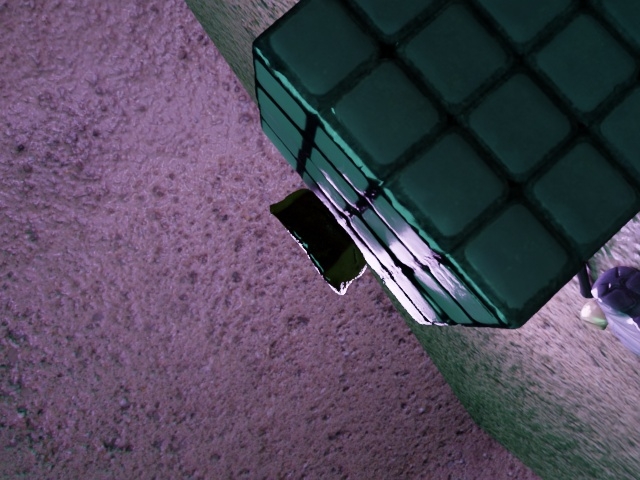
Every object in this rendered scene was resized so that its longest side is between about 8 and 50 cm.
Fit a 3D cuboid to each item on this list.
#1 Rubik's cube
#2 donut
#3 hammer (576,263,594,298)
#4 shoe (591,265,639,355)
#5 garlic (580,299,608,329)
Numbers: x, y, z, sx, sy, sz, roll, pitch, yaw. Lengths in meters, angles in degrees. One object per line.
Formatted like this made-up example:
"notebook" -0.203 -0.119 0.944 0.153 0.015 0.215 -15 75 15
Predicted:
"Rubik's cube" 0.160 -0.138 0.785 0.344 0.344 0.337 48 172 2
"donut" 0.000 0.000 0.878 0.140 0.059 0.140 51 176 4
"hammer" 0.418 0.024 1.191 0.103 0.029 0.246 43 170 48
"shoe" 0.499 0.139 1.052 0.138 0.095 0.245 52 176 -32
"garlic" 0.480 0.130 1.279 0.053 0.041 0.083 32 172 25
